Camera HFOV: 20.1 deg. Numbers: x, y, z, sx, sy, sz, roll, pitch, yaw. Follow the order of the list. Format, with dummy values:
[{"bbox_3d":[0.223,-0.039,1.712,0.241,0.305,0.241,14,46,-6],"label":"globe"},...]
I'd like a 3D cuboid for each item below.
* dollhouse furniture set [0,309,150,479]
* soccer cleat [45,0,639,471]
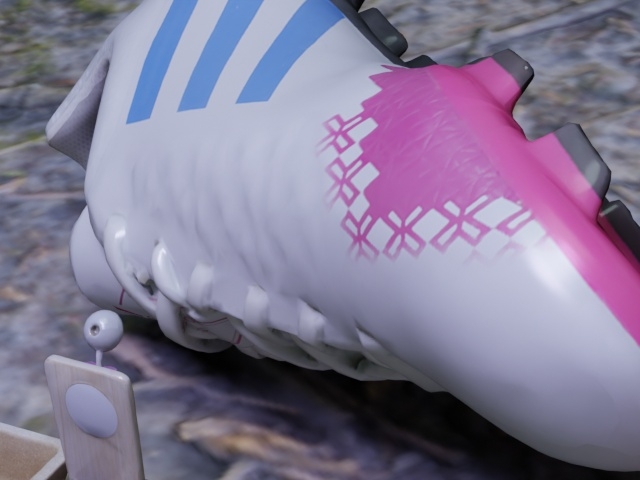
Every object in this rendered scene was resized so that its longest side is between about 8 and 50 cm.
[{"bbox_3d":[-0.096,0.057,0.490,0.114,0.081,0.091,12,35,27],"label":"dollhouse furniture set"},{"bbox_3d":[0.000,0.000,0.550,0.143,0.116,0.331,-39,28,1],"label":"soccer cleat"}]
